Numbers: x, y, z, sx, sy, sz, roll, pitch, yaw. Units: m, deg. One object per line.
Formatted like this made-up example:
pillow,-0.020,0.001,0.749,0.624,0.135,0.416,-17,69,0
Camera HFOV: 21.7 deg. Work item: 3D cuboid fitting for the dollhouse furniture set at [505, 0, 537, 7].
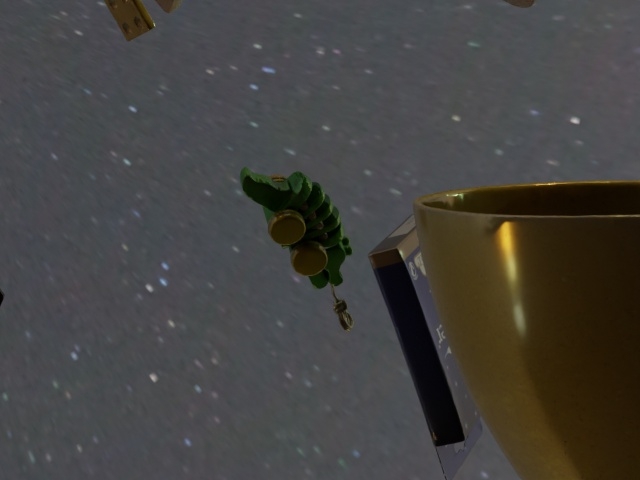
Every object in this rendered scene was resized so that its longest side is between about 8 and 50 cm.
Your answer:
dollhouse furniture set,0.265,-0.413,1.285,0.362,0.256,0.394,-40,-37,-21

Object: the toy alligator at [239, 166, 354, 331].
toy alligator,0.000,0.000,1.318,0.051,0.056,0.190,-28,-51,9

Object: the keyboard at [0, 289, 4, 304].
keyboard,-0.301,0.017,1.078,0.180,0.023,0.108,-10,-45,27

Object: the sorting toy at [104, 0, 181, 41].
sorting toy,-0.137,-0.271,1.358,0.046,0.274,0.132,-35,-102,-30

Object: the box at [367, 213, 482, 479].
box,0.113,0.095,1.536,0.036,0.136,0.225,-14,-79,23

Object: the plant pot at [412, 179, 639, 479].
plant pot,0.099,0.032,0.556,0.134,0.134,0.095,-4,-83,-16
